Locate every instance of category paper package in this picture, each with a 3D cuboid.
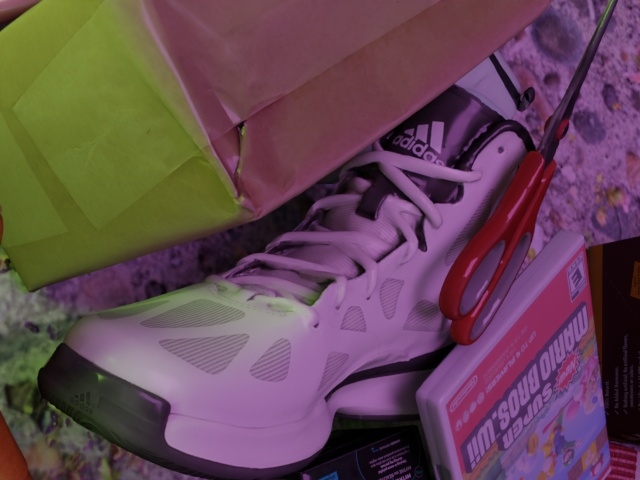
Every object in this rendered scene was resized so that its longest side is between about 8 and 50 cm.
[{"bbox_3d":[-0.066,-0.123,0.893,0.309,0.324,0.168,-36,102,-35],"label":"paper package"}]

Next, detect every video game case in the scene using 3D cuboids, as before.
[{"bbox_3d":[0.167,0.159,1.082,0.204,0.025,0.285,-44,137,-31],"label":"video game case"}]

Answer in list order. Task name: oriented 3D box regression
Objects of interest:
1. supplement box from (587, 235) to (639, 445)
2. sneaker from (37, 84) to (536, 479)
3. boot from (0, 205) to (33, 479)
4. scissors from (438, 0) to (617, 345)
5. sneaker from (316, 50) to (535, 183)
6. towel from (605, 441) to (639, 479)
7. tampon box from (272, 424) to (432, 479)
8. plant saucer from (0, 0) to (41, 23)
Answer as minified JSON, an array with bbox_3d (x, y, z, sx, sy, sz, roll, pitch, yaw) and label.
[{"bbox_3d":[0.367,0.094,1.258,0.129,0.194,0.191,13,73,-35],"label":"supplement box"},{"bbox_3d":[-0.001,0.000,0.911,0.447,0.169,0.258,-4,117,-60],"label":"sneaker"},{"bbox_3d":[-0.202,0.114,0.768,0.211,0.295,0.104,50,43,-8],"label":"boot"},{"bbox_3d":[0.159,-0.062,0.938,0.297,0.021,0.109,-63,154,-2],"label":"scissors"},{"bbox_3d":[0.093,-0.102,1.157,0.151,0.094,0.256,52,57,-21],"label":"sneaker"},{"bbox_3d":[0.318,0.323,1.279,0.329,0.037,0.237,15,74,-32],"label":"towel"},{"bbox_3d":[0.021,0.238,1.028,0.120,0.101,0.161,-15,91,-37],"label":"tampon box"},{"bbox_3d":[-0.283,-0.277,0.878,0.332,0.084,0.332,11,65,-23],"label":"plant saucer"}]
